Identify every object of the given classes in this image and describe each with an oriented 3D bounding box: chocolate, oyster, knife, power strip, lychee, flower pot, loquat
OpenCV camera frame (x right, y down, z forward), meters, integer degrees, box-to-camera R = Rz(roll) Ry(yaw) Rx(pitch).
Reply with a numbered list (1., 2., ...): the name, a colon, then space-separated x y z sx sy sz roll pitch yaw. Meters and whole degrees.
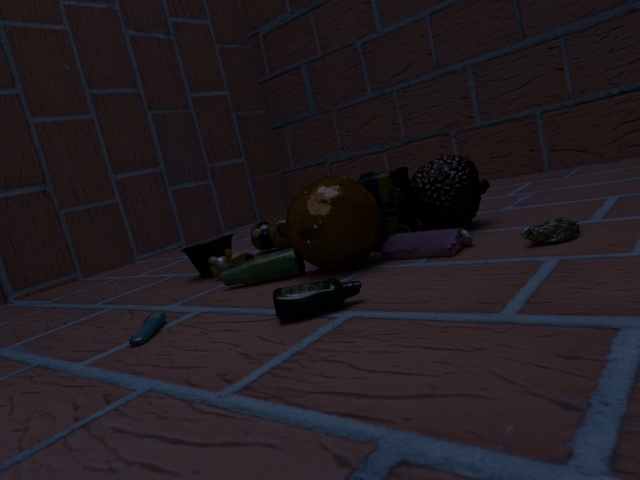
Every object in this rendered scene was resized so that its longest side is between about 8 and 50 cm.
1. chocolate: -0.205 0.102 1.692 0.291 0.110 0.110 -14 8 10
2. oyster: 0.656 -0.030 1.366 0.177 0.064 0.124 -18 6 -41
3. knife: -0.488 0.249 1.367 0.064 0.032 0.222 -9 12 0
4. power strip: 0.323 0.012 1.553 0.278 0.038 0.109 -5 33 42
5. lychee: 0.479 -0.181 1.851 0.330 0.306 0.306 -5 10 18
6. flower pot: -0.468 0.071 2.078 0.235 0.148 0.235 -18 3 1
7. loquat: 0.045 -0.060 1.609 0.328 0.329 0.328 -13 8 2

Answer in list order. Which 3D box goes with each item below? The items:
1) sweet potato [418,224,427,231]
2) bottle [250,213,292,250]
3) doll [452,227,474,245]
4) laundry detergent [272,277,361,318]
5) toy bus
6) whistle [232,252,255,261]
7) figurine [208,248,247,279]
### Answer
1. sweet potato: 0.415 -0.066 1.990 0.058 0.055 0.202 26 27 28
2. bottle: -0.170 -0.041 2.344 0.350 0.172 0.171 -13 8 11
3. doll: 0.436 -0.012 1.601 0.113 0.057 0.227 -13 6 -24
4. laundry detergent: -0.006 0.136 1.215 0.221 0.078 0.144 -14 4 -2
5. toy bus: 0.255 -0.116 1.769 0.175 0.288 0.138 -5 11 35
6. whistle: -0.394 0.087 2.186 0.062 0.062 0.312 -19 10 -35
7. figurine: -0.367 0.092 1.964 0.129 0.109 0.178 -45 -17 15
